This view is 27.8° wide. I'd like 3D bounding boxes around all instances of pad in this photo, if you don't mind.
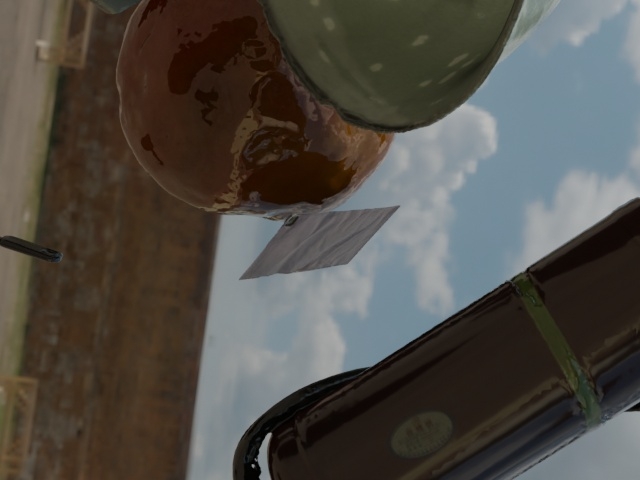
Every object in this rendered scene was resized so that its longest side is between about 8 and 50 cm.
[{"bbox_3d":[0.000,0.000,1.458,0.113,0.188,0.006,-50,-117,33],"label":"pad"}]

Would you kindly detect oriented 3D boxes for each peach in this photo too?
[{"bbox_3d":[-0.064,-0.189,1.524,0.343,0.343,0.301,-104,-149,-63],"label":"peach"}]

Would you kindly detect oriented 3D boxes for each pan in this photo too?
[{"bbox_3d":[-0.410,-0.014,1.547,0.136,0.235,0.028,-28,129,-67],"label":"pan"}]

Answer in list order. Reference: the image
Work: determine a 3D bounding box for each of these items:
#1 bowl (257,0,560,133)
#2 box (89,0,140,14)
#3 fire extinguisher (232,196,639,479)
[{"bbox_3d":[0.080,-0.229,0.757,0.313,0.146,0.313,29,-55,52],"label":"bowl"},{"bbox_3d":[-0.160,-0.318,1.154,0.243,0.135,0.163,-25,-126,21],"label":"box"},{"bbox_3d":[0.089,0.101,0.719,0.141,0.341,0.105,55,7,-7],"label":"fire extinguisher"}]
